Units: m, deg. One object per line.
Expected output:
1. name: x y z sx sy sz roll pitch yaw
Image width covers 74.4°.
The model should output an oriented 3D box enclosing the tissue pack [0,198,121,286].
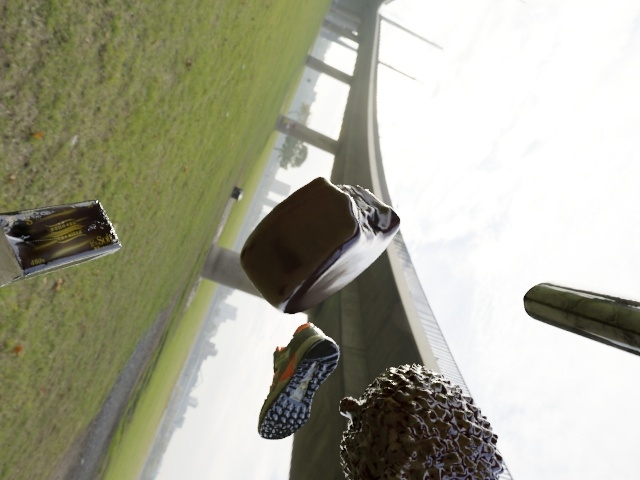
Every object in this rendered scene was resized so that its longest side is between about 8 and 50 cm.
1. tissue pack: -0.894 0.003 1.406 0.198 0.209 0.370 -26 -178 26

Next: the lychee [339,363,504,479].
1. lychee: 0.190 0.409 0.858 0.306 0.331 0.306 -61 170 -19

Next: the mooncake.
1. mooncake: 0.000 0.000 0.835 0.326 0.174 0.333 -28 159 -32

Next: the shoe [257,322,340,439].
1. shoe: -0.086 0.352 1.102 0.336 0.132 0.171 -62 -147 14

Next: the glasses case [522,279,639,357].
1. glasses case: 0.354 0.095 0.411 0.299 0.114 0.060 -162 -106 -69
